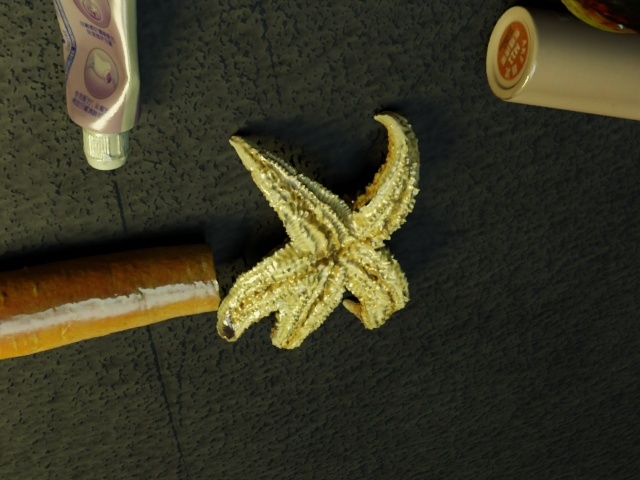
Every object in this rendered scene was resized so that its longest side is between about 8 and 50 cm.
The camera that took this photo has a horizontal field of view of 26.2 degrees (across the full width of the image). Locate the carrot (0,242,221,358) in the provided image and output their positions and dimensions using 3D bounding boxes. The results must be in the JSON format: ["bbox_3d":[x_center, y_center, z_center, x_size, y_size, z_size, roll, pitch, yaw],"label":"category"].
[{"bbox_3d":[-0.190,0.046,1.045,0.225,0.067,0.067,-11,135,-12],"label":"carrot"}]

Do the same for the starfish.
[{"bbox_3d":[0.001,0.001,1.069,0.216,0.071,0.238,21,116,-40],"label":"starfish"}]

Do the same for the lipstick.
[{"bbox_3d":[0.251,-0.123,1.027,0.254,0.070,0.070,5,131,-23],"label":"lipstick"}]

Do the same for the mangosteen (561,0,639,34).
[{"bbox_3d":[0.223,-0.215,0.850,0.210,0.210,0.210,-10,135,-10],"label":"mangosteen"}]

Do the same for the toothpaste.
[{"bbox_3d":[-0.146,-0.175,0.859,0.075,0.048,0.301,9,128,10],"label":"toothpaste"}]
